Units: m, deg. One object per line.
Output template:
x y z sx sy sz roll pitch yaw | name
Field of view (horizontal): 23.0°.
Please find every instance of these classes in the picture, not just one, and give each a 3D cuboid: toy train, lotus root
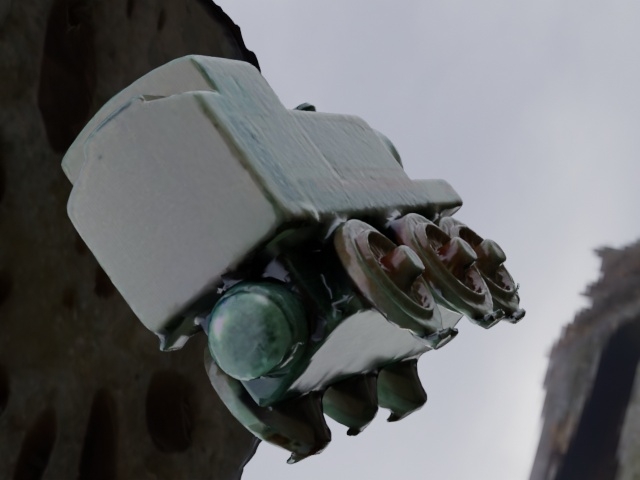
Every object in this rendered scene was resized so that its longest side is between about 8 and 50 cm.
0.000 0.000 0.537 0.081 0.125 0.194 -39 -11 19 | toy train
-0.150 0.004 0.641 0.272 0.192 0.272 -1 -89 -61 | lotus root
